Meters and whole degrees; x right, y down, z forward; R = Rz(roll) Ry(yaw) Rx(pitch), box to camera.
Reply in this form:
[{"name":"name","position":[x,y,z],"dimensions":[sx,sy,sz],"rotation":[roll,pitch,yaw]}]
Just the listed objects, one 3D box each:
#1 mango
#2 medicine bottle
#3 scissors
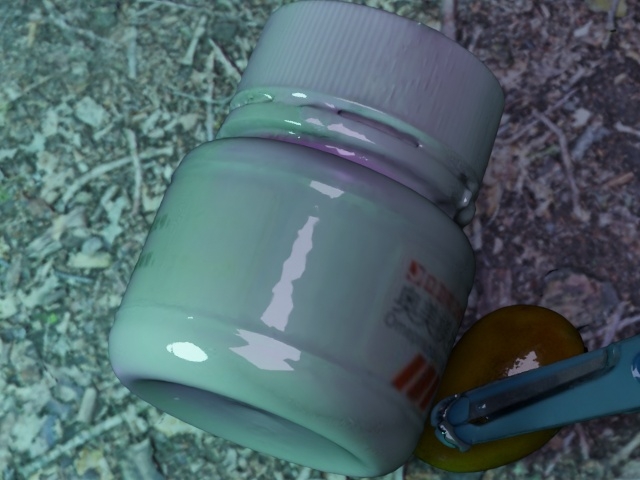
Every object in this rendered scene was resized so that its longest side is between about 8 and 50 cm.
[{"name":"mango","position":[0.149,0.126,1.326],"dimensions":[0.111,0.089,0.163],"rotation":[33,85,21]},{"name":"medicine bottle","position":[0.000,0.000,1.284],"dimensions":[0.256,0.256,0.325],"rotation":[19,72,9]},{"name":"scissors","position":[0.263,0.110,1.289],"dimensions":[0.392,0.032,0.180],"rotation":[-11,74,-22]}]
